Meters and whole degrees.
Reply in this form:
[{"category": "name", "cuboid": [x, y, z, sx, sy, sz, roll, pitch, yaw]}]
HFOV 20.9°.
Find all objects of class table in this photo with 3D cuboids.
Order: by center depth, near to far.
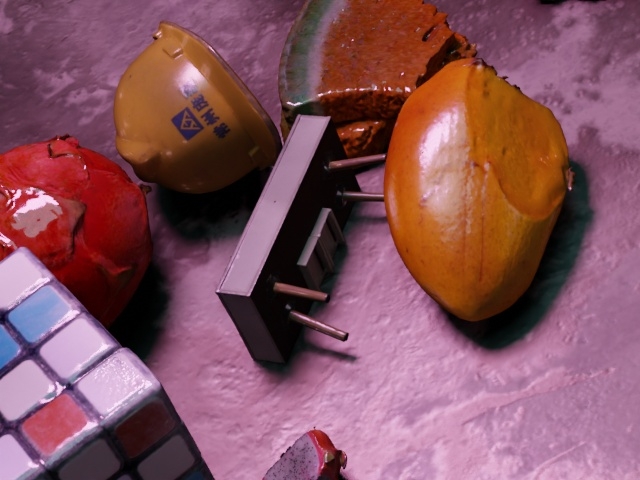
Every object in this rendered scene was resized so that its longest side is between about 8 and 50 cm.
[{"category": "table", "cuboid": [0.000, 0.000, 1.810, 0.111, 0.121, 0.240, 6, 55, 25]}]

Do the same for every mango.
[{"category": "mango", "cuboid": [0.150, -0.039, 1.770, 0.187, 0.138, 0.257, 23, 61, -11]}]

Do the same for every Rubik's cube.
[{"category": "Rubik's cube", "cuboid": [-0.272, 0.212, 1.645, 0.256, 0.259, 0.253, -38, 47, -12]}]

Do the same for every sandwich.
[{"category": "sandwich", "cuboid": [0.049, -0.196, 1.963, 0.212, 0.109, 0.292, 21, 61, 34]}]

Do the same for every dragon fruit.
[{"category": "dragon fruit", "cuboid": [-0.008, 0.227, 1.667, 0.083, 0.060, 0.056, -50, 54, 13]}, {"category": "dragon fruit", "cuboid": [-0.296, 0.006, 1.844, 0.241, 0.252, 0.240, 0, 88, 15]}]

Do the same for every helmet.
[{"category": "helmet", "cuboid": [-0.155, -0.124, 1.905, 0.140, 0.205, 0.257, -40, 10, -6]}]
